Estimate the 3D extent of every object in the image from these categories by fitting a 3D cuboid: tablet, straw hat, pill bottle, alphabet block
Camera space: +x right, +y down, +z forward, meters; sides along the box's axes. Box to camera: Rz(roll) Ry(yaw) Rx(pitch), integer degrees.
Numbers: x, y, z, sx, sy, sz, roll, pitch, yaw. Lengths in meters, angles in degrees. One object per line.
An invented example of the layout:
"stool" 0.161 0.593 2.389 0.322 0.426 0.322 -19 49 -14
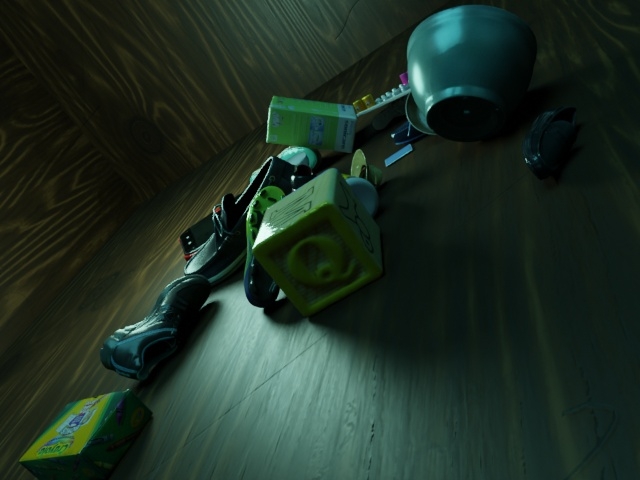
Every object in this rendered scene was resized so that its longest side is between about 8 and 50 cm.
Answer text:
"tablet" 0.213 -0.231 1.679 0.083 0.006 0.054 -33 20 15
"straw hat" 0.125 -0.160 1.572 0.061 0.145 0.144 -1 15 -12
"pill bottle" 0.051 -0.103 1.500 0.117 0.117 0.215 -40 19 -8
"alphabet block" 0.000 0.000 1.252 0.193 0.192 0.197 -33 19 18

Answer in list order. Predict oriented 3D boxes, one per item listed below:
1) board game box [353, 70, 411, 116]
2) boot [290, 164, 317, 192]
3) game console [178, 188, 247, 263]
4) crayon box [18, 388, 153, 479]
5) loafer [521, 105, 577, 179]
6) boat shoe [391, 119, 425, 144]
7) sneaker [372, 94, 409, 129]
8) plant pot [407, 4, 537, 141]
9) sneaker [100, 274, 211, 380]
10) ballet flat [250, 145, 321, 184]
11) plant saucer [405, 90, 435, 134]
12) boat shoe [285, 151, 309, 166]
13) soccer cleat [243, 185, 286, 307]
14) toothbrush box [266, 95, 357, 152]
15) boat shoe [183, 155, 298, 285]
"board game box" 0.343 -0.541 1.971 0.390 0.050 0.390 -17 16 45
"boot" -0.038 -0.089 1.483 0.088 0.176 0.244 1 1 -3
"game console" -0.339 -0.052 2.170 0.342 0.060 0.386 -34 20 -7
"crayon box" -0.504 0.423 1.321 0.278 0.081 0.165 -21 25 38
"loafer" 0.418 -0.185 1.113 0.078 0.076 0.223 -31 15 41
"boat shoe" 0.300 -0.362 1.698 0.258 0.089 0.109 -33 20 12
"sneaker" 0.234 -0.421 1.997 0.158 0.061 0.065 -32 14 13
"plant pot" 0.332 -0.347 1.388 0.293 0.293 0.196 -17 54 45
"sneaker" -0.383 0.223 1.566 0.139 0.125 0.341 18 50 34
"ballet flat" -0.102 -0.260 2.170 0.342 0.116 0.124 -25 3 40
"plant saucer" 0.321 -0.352 1.598 0.198 0.036 0.199 -9 65 20
"boat shoe" -0.094 -0.199 1.982 0.113 0.105 0.306 -44 13 -23
"soccer cleat" -0.131 0.014 1.417 0.121 0.093 0.289 123 152 -66
"toothbrush box" -0.030 -0.390 2.057 0.283 0.122 0.206 5 23 -4
"boat shoe" -0.234 -0.050 1.734 0.500 0.156 0.187 -41 30 21
